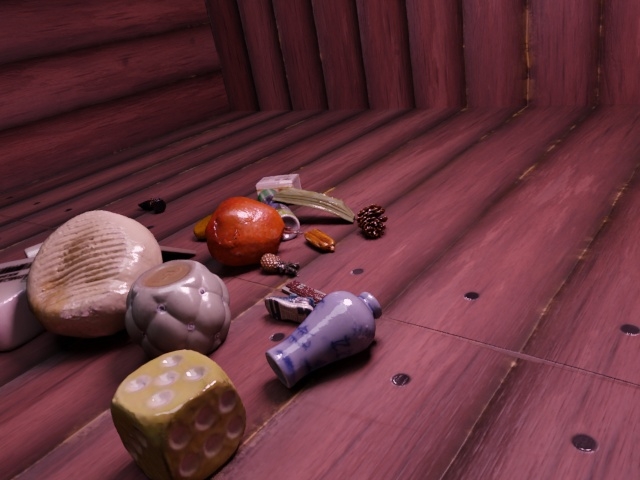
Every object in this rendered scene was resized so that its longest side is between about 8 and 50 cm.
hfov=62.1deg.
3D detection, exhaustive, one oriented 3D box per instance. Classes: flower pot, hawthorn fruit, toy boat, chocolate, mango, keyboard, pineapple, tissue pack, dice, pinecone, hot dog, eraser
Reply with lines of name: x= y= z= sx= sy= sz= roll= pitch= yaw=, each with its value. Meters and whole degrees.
flower pot: x=-0.332 y=0.162 z=1.248 sx=0.246 sy=0.195 sz=0.246 roll=-9 pitch=25 yaw=4
hawthorn fruit: x=-0.196 y=-0.025 z=1.610 sx=0.298 sy=0.211 sz=0.211 roll=2 pitch=23 yaw=-10
toy boat: x=-0.016 y=-0.129 z=1.810 sx=0.292 sy=0.055 sz=0.093 roll=16 pitch=21 yaw=11
chocolate: x=-0.714 y=-0.156 z=2.262 sx=0.072 sy=0.070 sz=0.147 roll=5 pitch=8 yaw=-45
mango: x=-0.356 y=-0.051 z=1.859 sx=0.178 sy=0.090 sz=0.115 roll=-5 pitch=31 yaw=32
keyboard: x=-0.036 y=0.139 z=1.390 sx=0.055 sy=0.017 sz=0.166 roll=-27 pitch=29 yaw=-32
pineapple: x=-0.113 y=0.071 z=1.527 sx=0.124 sy=0.058 sz=0.058 roll=9 pitch=31 yaw=36
tissue pack: x=-0.159 y=-0.196 z=2.073 sx=0.148 sy=0.099 sz=0.106 roll=-4 pitch=23 yaw=16
dice: x=-0.247 y=0.307 z=0.929 sx=0.169 sy=0.166 sz=0.169 roll=11 pitch=33 yaw=41
pinecone: x=0.158 y=-0.060 z=1.661 sx=0.102 sy=0.102 sz=0.109 roll=-4 pitch=35 yaw=15
hot dog: x=0.000 y=0.002 z=1.653 sx=0.062 sy=0.038 sz=0.144 roll=-19 pitch=28 yaw=-25
eraser: x=-0.825 y=0.145 z=1.545 sx=0.331 sy=0.150 sz=0.331 roll=-7 pitch=24 yaw=3

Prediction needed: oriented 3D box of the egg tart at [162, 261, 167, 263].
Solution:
egg tart: x=-0.585 y=0.096 z=1.628 sx=0.231 sy=0.099 sz=0.252 roll=6 pitch=25 yaw=26

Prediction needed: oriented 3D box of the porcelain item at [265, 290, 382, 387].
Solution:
porcelain item: x=0.014 y=0.198 z=1.113 sx=0.259 sy=0.141 sz=0.141 roll=-31 pitch=31 yaw=-24

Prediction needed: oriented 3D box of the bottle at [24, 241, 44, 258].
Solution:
bottle: x=-0.897 y=0.032 z=1.873 sx=0.245 sy=0.104 sz=0.104 roll=-25 pitch=28 yaw=-29

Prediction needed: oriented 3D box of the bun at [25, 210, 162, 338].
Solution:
bun: x=-0.582 y=0.100 z=1.416 sx=0.365 sy=0.219 sz=0.365 roll=-8 pitch=55 yaw=11

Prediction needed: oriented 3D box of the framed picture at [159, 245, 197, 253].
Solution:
framed picture: x=-0.564 y=0.031 z=1.730 sx=0.265 sy=0.018 sz=0.192 roll=0 pitch=-6 yaw=23

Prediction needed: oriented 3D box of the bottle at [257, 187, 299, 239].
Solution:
bottle: x=-0.154 y=-0.100 z=1.870 sx=0.093 sy=0.093 sz=0.330 roll=-15 pitch=24 yaw=-10

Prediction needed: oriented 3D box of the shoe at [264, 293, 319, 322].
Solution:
shoe: x=-0.072 y=0.159 z=1.308 sx=0.142 sy=0.064 sz=0.071 roll=5 pitch=29 yaw=25
